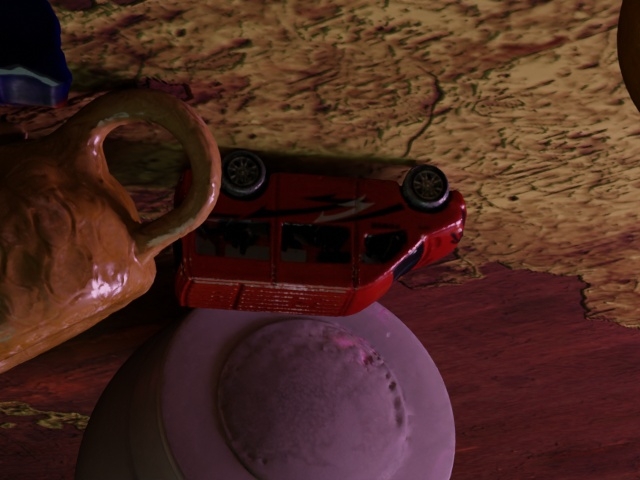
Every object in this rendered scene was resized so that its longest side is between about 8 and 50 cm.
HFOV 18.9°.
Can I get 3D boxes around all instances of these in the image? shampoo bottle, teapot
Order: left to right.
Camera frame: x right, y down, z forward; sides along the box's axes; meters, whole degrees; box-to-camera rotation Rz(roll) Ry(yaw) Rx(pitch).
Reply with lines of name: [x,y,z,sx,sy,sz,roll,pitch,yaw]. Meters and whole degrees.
teapot: [-0.207,-0.009,1.187,0.311,0.167,0.203,-27,178,17]
shampoo bottle: [-0.045,0.178,1.469,0.273,0.273,0.266,7,151,-16]

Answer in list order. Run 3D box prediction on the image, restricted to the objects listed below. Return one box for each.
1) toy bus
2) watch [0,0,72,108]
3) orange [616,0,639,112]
toy bus: [0.000,0.000,1.269,0.195,0.089,0.081,4,158,-9]
watch: [-0.219,-0.159,0.813,0.196,0.171,0.200,-9,148,-8]
orange: [0.224,-0.107,0.938,0.159,0.136,0.159,3,152,2]
